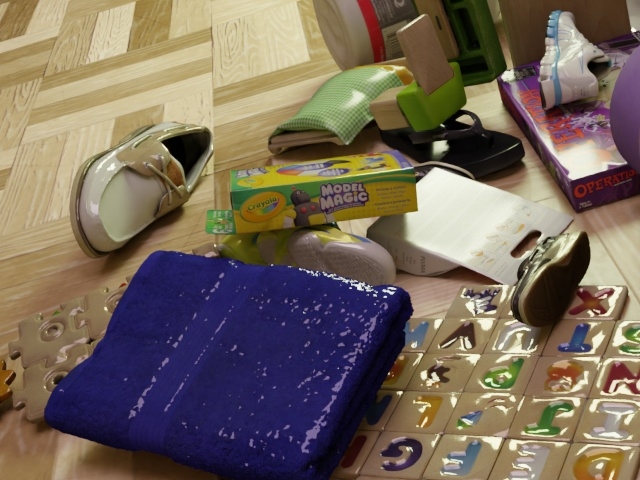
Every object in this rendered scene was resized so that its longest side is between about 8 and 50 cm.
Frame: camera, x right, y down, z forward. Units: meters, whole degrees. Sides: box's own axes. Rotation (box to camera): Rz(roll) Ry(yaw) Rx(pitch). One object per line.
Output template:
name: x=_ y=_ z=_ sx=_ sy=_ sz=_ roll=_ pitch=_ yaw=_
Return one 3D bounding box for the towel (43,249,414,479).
towel: x=-0.083 y=0.120 z=1.127 sx=0.308 sy=0.076 sz=0.227 roll=7 pitch=51 yaw=33

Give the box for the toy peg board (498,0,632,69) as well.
toy peg board: x=0.320 y=-0.303 z=1.605 sx=0.161 sy=0.161 sz=0.079 roll=-17 pitch=25 yaw=2

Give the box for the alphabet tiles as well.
alphabet tiles: x=0.153 y=0.138 z=1.063 sx=0.285 sy=0.011 sz=0.342 roll=-1 pitch=32 yaw=29

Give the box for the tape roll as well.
tape roll: x=0.396 y=-0.129 z=1.215 sx=0.189 sy=0.189 sz=0.080 roll=-18 pitch=28 yaw=-1

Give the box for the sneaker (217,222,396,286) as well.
sneaker: x=0.000 y=0.000 z=1.315 sx=0.240 sy=0.091 sz=0.126 roll=5 pitch=35 yaw=38

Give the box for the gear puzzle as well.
gear puzzle: x=-0.244 y=0.126 z=1.280 sx=0.339 sy=0.044 sz=0.175 roll=-23 pitch=40 yaw=-1

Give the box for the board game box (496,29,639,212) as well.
board game box: x=0.351 y=-0.154 z=1.442 sx=0.208 sy=0.056 sz=0.347 roll=-21 pitch=28 yaw=4

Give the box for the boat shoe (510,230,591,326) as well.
boat shoe: x=0.213 y=0.038 z=1.148 sx=0.049 sy=0.056 sz=0.152 roll=-2 pitch=21 yaw=36

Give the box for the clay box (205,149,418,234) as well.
clay box: x=-0.015 y=-0.052 z=1.287 sx=0.222 sy=0.053 sz=0.127 roll=-7 pitch=13 yaw=-3

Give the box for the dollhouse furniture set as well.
dollhouse furniture set: x=0.059 y=-0.235 z=1.582 sx=0.302 sy=0.151 sz=0.197 roll=-3 pitch=27 yaw=46

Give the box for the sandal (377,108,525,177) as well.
sandal: x=0.151 y=-0.133 z=1.506 sx=0.097 sy=0.054 sz=0.254 roll=-31 pitch=30 yaw=-23

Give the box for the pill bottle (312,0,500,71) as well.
pill bottle: x=0.161 y=-0.374 z=1.807 sx=0.319 sy=0.176 sz=0.176 roll=-23 pitch=28 yaw=-10

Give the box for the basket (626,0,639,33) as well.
basket: x=0.492 y=-0.447 z=1.592 sx=0.266 sy=0.328 sz=0.331 roll=-24 pitch=28 yaw=-17

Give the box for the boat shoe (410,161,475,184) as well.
boat shoe: x=0.118 y=-0.070 z=1.428 sx=0.133 sy=0.049 sz=0.042 roll=7 pitch=64 yaw=28

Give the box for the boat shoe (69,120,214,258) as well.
boat shoe: x=-0.229 y=-0.083 z=1.573 sx=0.103 sy=0.113 sz=0.302 roll=-13 pitch=27 yaw=22

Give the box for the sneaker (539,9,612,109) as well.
sneaker: x=0.316 y=-0.222 z=1.477 sx=0.083 sy=0.071 sz=0.190 roll=-2 pitch=40 yaw=15

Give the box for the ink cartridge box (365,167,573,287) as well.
ink cartridge box: x=0.162 y=-0.005 z=1.307 sx=0.179 sy=0.045 sz=0.145 roll=24 pitch=46 yaw=27
